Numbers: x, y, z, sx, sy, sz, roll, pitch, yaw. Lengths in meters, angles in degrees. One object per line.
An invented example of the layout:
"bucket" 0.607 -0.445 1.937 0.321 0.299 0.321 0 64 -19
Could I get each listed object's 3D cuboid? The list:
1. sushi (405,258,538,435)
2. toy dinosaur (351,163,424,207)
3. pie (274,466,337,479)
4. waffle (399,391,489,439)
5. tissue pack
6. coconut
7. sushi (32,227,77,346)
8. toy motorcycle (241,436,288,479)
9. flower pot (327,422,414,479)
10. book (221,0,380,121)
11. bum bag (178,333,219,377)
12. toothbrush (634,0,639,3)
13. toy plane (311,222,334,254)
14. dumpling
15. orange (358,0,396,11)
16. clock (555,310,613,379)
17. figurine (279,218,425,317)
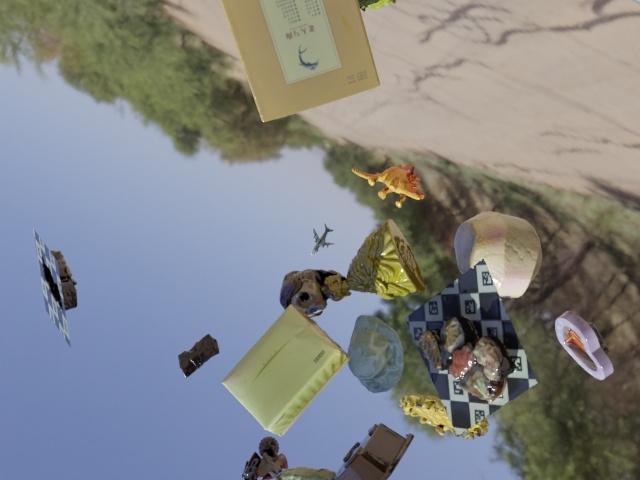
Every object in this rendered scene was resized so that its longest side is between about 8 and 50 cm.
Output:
"sushi" 0.285 0.225 1.818 0.059 0.294 0.292 -3 -120 -34
"toy dinosaur" 0.193 -0.159 2.262 0.288 0.117 0.070 32 145 55
"pie" -0.003 0.694 2.170 0.296 0.371 0.078 24 -139 28
"waffle" 0.345 0.491 2.444 0.262 0.060 0.280 13 157 28
"tissue pack" -0.073 0.278 1.885 0.159 0.234 0.125 42 178 26
"coconut" 0.503 0.041 2.448 0.259 0.259 0.259 26 -174 -3
"sushi" -0.520 0.089 1.773 0.050 0.192 0.215 -13 -155 -26
"toy motorcycle" -0.160 0.669 2.492 0.084 0.212 0.118 -12 131 48
"flower pot" 0.094 0.481 1.869 0.084 0.179 0.251 43 -156 7
"book" -0.050 -0.447 1.766 0.032 0.269 0.389 -102 -4 -60
"bum bag" -0.276 0.259 1.989 0.034 0.058 0.124 -15 -164 40
"toothbrush" 0.694 -0.464 1.764 0.375 0.028 0.037 27 165 -2
"toy plane" 0.002 0.000 2.177 0.078 0.084 0.024 36 164 -35
"dumpling" 0.130 0.297 2.234 0.108 0.219 0.152 -20 -162 -27
"orange" 0.064 -0.651 1.947 0.301 0.223 0.300 -19 -96 -61
"clock" 0.686 0.261 2.281 0.198 0.064 0.172 58 171 -12
"figurine" 0.053 0.095 1.976 0.187 0.315 0.168 40 -149 -57
